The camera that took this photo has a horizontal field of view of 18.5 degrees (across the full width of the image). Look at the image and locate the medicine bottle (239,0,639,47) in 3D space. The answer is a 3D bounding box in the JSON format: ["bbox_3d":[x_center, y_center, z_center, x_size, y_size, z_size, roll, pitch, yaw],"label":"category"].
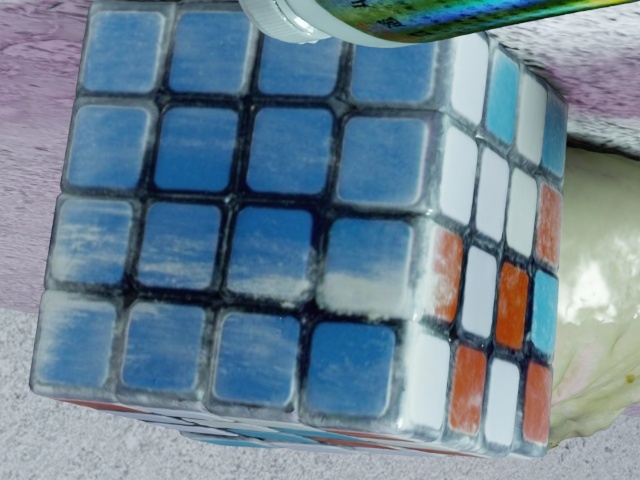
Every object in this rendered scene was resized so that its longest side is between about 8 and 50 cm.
[{"bbox_3d":[0.053,-0.137,0.900,0.121,0.083,0.229,11,169,-39],"label":"medicine bottle"}]

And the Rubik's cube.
[{"bbox_3d":[0.000,0.001,1.245,0.259,0.256,0.253,3,170,23],"label":"Rubik's cube"}]

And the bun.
[{"bbox_3d":[0.152,0.043,1.518,0.362,0.234,0.326,-2,164,10],"label":"bun"}]
